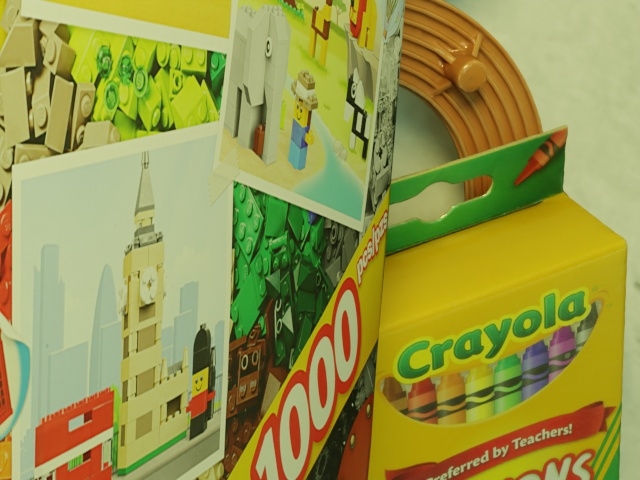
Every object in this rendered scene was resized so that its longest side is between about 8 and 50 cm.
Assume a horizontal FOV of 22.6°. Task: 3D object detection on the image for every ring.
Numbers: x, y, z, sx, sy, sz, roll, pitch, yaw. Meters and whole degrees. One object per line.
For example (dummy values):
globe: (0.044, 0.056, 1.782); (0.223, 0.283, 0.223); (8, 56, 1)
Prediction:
ring: (0.000, 0.000, 1.015); (0.337, 0.032, 0.336); (-11, 119, -21)

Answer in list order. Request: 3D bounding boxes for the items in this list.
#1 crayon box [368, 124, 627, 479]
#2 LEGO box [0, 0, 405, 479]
crayon box: (0.094, 0.101, 1.045); (0.202, 0.081, 0.318); (-19, 125, -19)
LEGO box: (-0.131, -0.047, 0.643); (0.193, 0.500, 0.372); (5, 93, 19)
